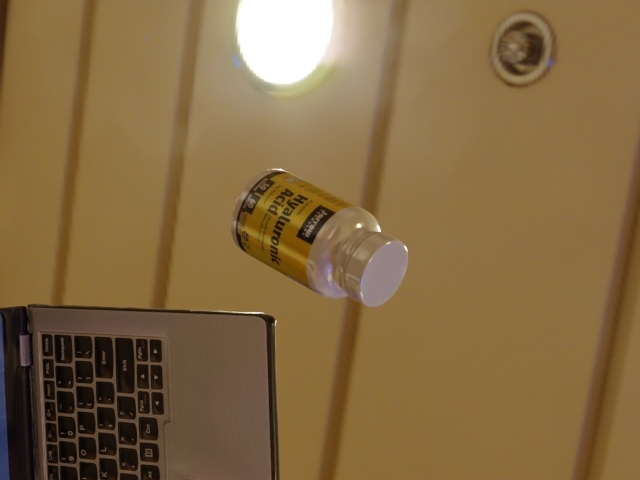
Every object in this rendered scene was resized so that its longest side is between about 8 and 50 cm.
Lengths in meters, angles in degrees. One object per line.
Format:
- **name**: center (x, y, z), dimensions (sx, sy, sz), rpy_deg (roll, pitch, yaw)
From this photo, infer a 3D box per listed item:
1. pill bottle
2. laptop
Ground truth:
- **pill bottle**: center (0.000, 0.000, 0.797), dimensions (0.116, 0.065, 0.065), rpy_deg (27, -71, 36)
- **laptop**: center (-0.263, 0.259, 1.008), dimensions (0.407, 0.236, 0.382), rpy_deg (1, -84, 25)
